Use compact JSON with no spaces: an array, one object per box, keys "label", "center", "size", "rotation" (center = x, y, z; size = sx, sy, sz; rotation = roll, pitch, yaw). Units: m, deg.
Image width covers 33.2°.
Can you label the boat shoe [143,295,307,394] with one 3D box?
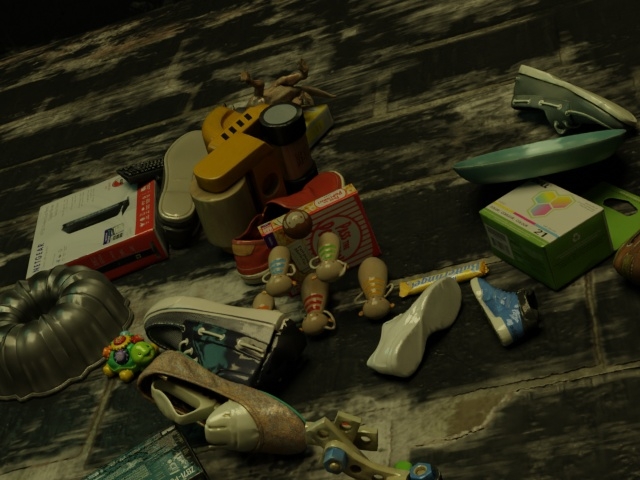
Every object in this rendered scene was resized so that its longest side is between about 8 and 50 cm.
[{"label":"boat shoe","center":[-0.200,0.196,1.851],"size":[0.340,0.127,0.158],"rotation":[0,44,35]}]

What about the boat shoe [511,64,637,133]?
[{"label":"boat shoe","center":[0.500,-0.261,2.153],"size":[0.319,0.116,0.099],"rotation":[39,109,49]}]

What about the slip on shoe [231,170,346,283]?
[{"label":"slip on shoe","center":[-0.059,-0.048,2.161],"size":[0.123,0.101,0.331],"rotation":[6,40,43]}]

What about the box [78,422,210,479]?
[{"label":"box","center":[-0.262,0.385,1.642],"size":[0.180,0.078,0.147],"rotation":[-31,31,-12]}]

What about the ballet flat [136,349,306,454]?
[{"label":"ballet flat","center":[-0.165,0.271,1.680],"size":[0.316,0.108,0.106],"rotation":[19,29,33]}]

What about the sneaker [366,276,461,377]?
[{"label":"sneaker","center":[0.149,0.135,1.767],"size":[0.094,0.080,0.212],"rotation":[-5,35,49]}]

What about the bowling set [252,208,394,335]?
[{"label":"bowling set","center":[-0.032,0.063,1.885],"size":[0.287,0.200,0.154],"rotation":[-21,32,12]}]

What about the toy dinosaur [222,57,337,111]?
[{"label":"toy dinosaur","center":[-0.118,-0.310,2.479],"size":[0.295,0.127,0.200],"rotation":[-23,-10,-30]}]

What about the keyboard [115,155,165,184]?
[{"label":"keyboard","center":[-0.372,-0.169,2.488],"size":[0.180,0.023,0.108],"rotation":[-20,35,-29]}]

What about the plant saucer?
[{"label":"plant saucer","center":[0.400,-0.150,1.964],"size":[0.317,0.044,0.317],"rotation":[-12,7,1]}]

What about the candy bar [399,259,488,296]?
[{"label":"candy bar","center":[0.215,0.067,1.876],"size":[0.161,0.018,0.040],"rotation":[-16,31,14]}]

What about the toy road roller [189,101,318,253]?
[{"label":"toy road roller","center":[-0.175,-0.154,2.263],"size":[0.240,0.203,0.329],"rotation":[21,52,35]}]

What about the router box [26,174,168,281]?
[{"label":"router box","center":[-0.496,-0.021,2.430],"size":[0.301,0.082,0.335],"rotation":[-21,31,3]}]

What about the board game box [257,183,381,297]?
[{"label":"board game box","center":[0.000,0.000,2.000],"size":[0.193,0.147,0.045],"rotation":[-26,30,-3]}]

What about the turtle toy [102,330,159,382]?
[{"label":"turtle toy","center":[-0.350,0.209,1.988],"size":[0.130,0.066,0.095],"rotation":[8,43,42]}]

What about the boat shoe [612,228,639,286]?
[{"label":"boat shoe","center":[0.588,-0.041,1.701],"size":[0.307,0.111,0.104],"rotation":[-36,34,-20]}]

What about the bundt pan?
[{"label":"bundt pan","center":[-0.546,0.163,2.139],"size":[0.330,0.124,0.331],"rotation":[-17,30,10]}]

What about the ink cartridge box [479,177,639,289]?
[{"label":"ink cartridge box","center":[0.432,-0.047,1.831],"size":[0.255,0.097,0.189],"rotation":[-32,31,-13]}]

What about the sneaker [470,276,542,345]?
[{"label":"sneaker","center":[0.302,0.099,1.724],"size":[0.084,0.058,0.152],"rotation":[-28,34,3]}]

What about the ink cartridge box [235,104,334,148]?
[{"label":"ink cartridge box","center":[-0.170,-0.215,2.531],"size":[0.303,0.072,0.307],"rotation":[5,39,39]}]

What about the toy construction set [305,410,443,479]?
[{"label":"toy construction set","center":[0.053,0.375,1.394],"size":[0.215,0.151,0.328],"rotation":[-12,43,20]}]

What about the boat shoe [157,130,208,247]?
[{"label":"boat shoe","center":[-0.302,-0.119,2.404],"size":[0.112,0.096,0.335],"rotation":[6,41,1]}]
